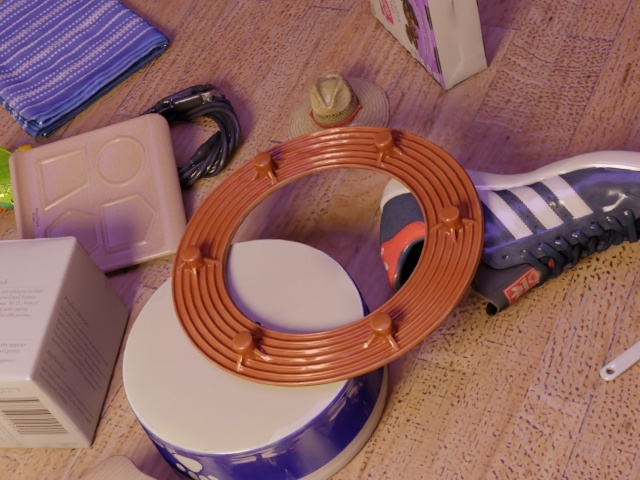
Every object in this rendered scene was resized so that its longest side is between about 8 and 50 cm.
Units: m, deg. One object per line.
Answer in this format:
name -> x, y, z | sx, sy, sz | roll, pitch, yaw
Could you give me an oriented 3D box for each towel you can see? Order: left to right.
towel -> -0.401, -0.297, 1.673 | 0.243, 0.040, 0.336 | -39, 51, -15

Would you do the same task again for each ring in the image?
ring -> 0.000, 0.000, 1.156 | 0.336, 0.032, 0.336 | -11, 50, 13

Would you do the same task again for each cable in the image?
cable -> -0.192, -0.124, 1.464 | 0.184, 0.047, 0.150 | -22, 55, 0

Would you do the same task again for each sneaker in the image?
sneaker -> 0.229, 0.004, 1.169 | 0.350, 0.131, 0.148 | -5, 57, 23

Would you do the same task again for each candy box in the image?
candy box -> 0.124, -0.313, 1.422 | 0.070, 0.165, 0.196 | -29, 49, -7

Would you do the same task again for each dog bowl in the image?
dog bowl -> -0.067, 0.130, 1.170 | 0.265, 0.104, 0.265 | -9, 50, 11

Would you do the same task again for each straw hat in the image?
straw hat -> 0.016, -0.175, 1.417 | 0.144, 0.061, 0.144 | -9, 50, 11

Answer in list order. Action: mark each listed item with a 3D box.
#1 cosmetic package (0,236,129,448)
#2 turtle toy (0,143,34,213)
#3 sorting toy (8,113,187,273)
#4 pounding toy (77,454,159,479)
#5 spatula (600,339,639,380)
cosmetic package -> -0.326, 0.114, 1.240 | 0.151, 0.151, 0.184 | -3, 51, 17
turtle toy -> -0.416, -0.083, 1.485 | 0.095, 0.066, 0.130 | -18, 45, -15
sorting toy -> -0.276, -0.048, 1.403 | 0.208, 0.038, 0.193 | -14, 69, 3
pounding toy -> -0.253, 0.308, 1.055 | 0.269, 0.155, 0.154 | -33, 45, -9
spatula -> 0.409, 0.100, 1.089 | 0.242, 0.019, 0.168 | -35, 51, -11
